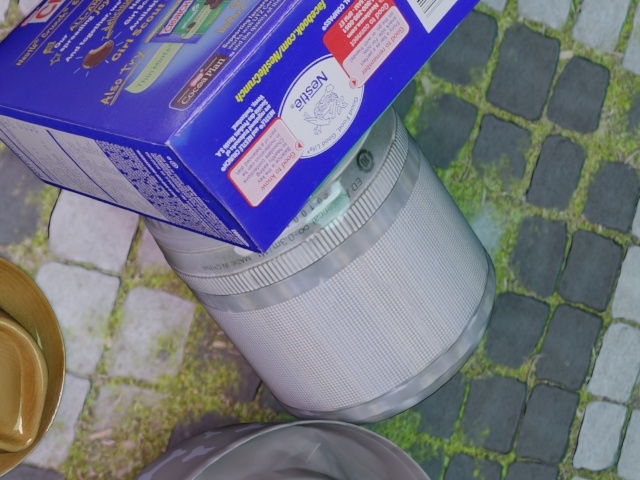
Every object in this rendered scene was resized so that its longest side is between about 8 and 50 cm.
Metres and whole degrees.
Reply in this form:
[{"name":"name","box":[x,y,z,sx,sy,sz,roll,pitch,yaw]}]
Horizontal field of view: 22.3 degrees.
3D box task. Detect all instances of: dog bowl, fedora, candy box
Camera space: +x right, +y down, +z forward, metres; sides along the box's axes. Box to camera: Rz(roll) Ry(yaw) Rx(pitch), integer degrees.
[{"name":"dog bowl","box":[-0.049,0.306,1.308,0.349,0.102,0.348,-7,101,-36]},{"name":"fedora","box":[-0.263,0.105,1.236,0.194,0.079,0.194,-9,105,-36]},{"name":"candy box","box":[-0.078,-0.146,1.175,0.268,0.317,0.122,-50,125,-17]}]

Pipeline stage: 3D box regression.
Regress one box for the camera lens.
[{"name":"camera lens","box":[0.000,0.000,1.324,0.219,0.219,0.274,-48,124,-20]}]
